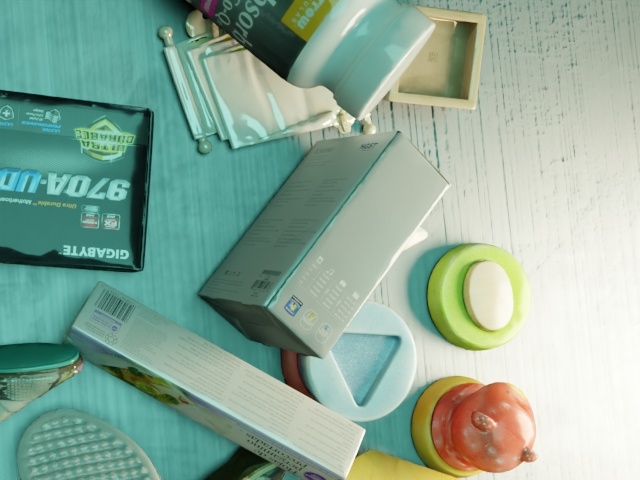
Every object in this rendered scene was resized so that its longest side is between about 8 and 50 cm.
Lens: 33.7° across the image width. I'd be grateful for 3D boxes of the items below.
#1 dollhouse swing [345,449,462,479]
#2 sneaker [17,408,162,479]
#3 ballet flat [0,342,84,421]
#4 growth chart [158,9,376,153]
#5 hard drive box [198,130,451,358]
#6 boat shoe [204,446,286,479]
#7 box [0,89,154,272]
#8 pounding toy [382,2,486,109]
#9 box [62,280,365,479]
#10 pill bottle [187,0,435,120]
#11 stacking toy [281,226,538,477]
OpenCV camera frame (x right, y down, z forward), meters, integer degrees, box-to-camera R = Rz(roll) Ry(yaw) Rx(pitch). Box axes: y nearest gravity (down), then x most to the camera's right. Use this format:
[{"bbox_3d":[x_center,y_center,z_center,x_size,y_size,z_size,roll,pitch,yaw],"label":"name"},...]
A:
[{"bbox_3d":[0.086,0.470,1.178,0.347,0.305,0.315,21,120,-18],"label":"dollhouse swing"},{"bbox_3d":[-0.181,0.310,1.071,0.321,0.127,0.126,41,65,14],"label":"sneaker"},{"bbox_3d":[-0.349,0.143,1.048,0.221,0.077,0.079,1,106,-14],"label":"ballet flat"},{"bbox_3d":[-0.058,-0.188,1.208,0.237,0.021,0.172,-10,88,-21],"label":"growth chart"},{"bbox_3d":[0.000,0.000,1.121,0.089,0.181,0.232,43,73,-22],"label":"hard drive box"},{"bbox_3d":[-0.073,0.256,1.148,0.152,0.056,0.049,-30,122,-28],"label":"boat shoe"},{"bbox_3d":[-0.290,-0.061,1.093,0.220,0.051,0.175,6,83,-20],"label":"box"},{"bbox_3d":[0.106,-0.227,1.243,0.141,0.100,0.130,3,98,-18],"label":"pounding toy"},{"bbox_3d":[-0.111,0.154,1.102,0.324,0.063,0.067,30,57,-7],"label":"box"},{"bbox_3d":[-0.026,-0.264,1.124,0.278,0.162,0.162,39,73,2],"label":"pill bottle"},{"bbox_3d":[0.132,0.106,1.192,0.309,0.130,0.279,25,77,-17],"label":"stacking toy"}]
